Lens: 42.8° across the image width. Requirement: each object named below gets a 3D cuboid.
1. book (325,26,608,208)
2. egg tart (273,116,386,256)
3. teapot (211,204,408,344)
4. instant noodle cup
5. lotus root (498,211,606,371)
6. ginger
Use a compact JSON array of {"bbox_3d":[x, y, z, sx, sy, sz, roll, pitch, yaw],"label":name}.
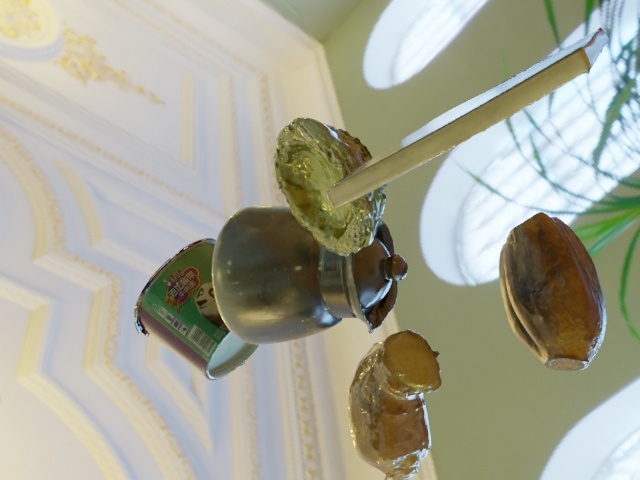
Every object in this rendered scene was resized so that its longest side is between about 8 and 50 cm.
[{"bbox_3d":[0.144,-0.118,0.720,0.021,0.216,0.310,60,-153,-5],"label":"book"},{"bbox_3d":[0.018,-0.077,1.050,0.078,0.197,0.197,-32,-105,-27],"label":"egg tart"},{"bbox_3d":[0.008,0.016,1.292,0.223,0.285,0.305,55,-140,-49],"label":"teapot"},{"bbox_3d":[-0.223,0.150,1.654,0.190,0.251,0.251,40,-157,20],"label":"instant noodle cup"},{"bbox_3d":[0.410,0.100,1.475,0.193,0.193,0.291,18,-130,-42],"label":"lotus root"},{"bbox_3d":[0.122,0.284,1.397,0.138,0.267,0.152,-2,-169,-34],"label":"ginger"}]
